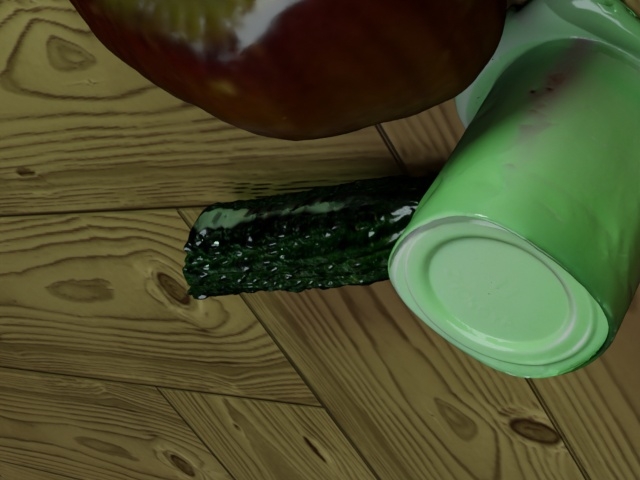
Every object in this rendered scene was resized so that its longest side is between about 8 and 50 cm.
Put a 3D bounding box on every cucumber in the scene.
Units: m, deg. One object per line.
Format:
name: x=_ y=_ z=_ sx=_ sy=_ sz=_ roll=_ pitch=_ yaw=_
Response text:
cucumber: x=0.001 y=0.000 z=0.762 sx=0.265 sy=0.077 sz=0.077 roll=-5 pitch=131 yaw=45

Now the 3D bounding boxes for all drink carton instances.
drink carton: x=0.113 y=-0.018 z=0.569 sx=0.146 sy=0.142 sz=0.144 roll=37 pitch=149 yaw=-7

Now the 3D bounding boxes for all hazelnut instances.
hazelnut: x=-0.014 y=-0.137 z=0.523 sx=0.212 sy=0.181 sz=0.181 roll=17 pitch=115 yaw=25
